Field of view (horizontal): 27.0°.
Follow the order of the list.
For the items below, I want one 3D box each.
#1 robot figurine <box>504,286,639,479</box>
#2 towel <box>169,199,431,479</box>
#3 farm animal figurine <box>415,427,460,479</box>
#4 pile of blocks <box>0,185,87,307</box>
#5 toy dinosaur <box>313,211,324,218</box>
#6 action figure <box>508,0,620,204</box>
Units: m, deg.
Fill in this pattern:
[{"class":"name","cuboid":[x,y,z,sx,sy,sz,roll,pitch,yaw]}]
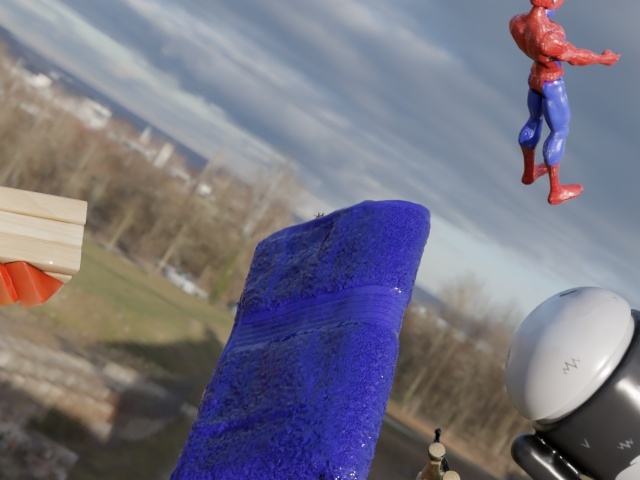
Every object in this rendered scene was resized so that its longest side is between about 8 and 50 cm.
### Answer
[{"class":"robot figurine","cuboid":[0.325,0.174,1.424,0.278,0.209,0.173,41,-37,-7]},{"class":"towel","cuboid":[-0.022,0.105,1.228,0.227,0.308,0.076,-23,-51,41]},{"class":"farm animal figurine","cuboid":[0.003,0.371,1.374,0.330,0.327,0.172,-7,-33,-4]},{"class":"pile of blocks","cuboid":[-0.348,-0.007,1.059,0.149,0.113,0.362,-18,-30,39]},{"class":"toy dinosaur","cuboid":[0.000,0.000,1.822,0.090,0.047,0.082,25,39,-34]},{"class":"action figure","cuboid":[0.290,-0.192,1.544,0.091,0.139,0.280,42,-24,44]}]
